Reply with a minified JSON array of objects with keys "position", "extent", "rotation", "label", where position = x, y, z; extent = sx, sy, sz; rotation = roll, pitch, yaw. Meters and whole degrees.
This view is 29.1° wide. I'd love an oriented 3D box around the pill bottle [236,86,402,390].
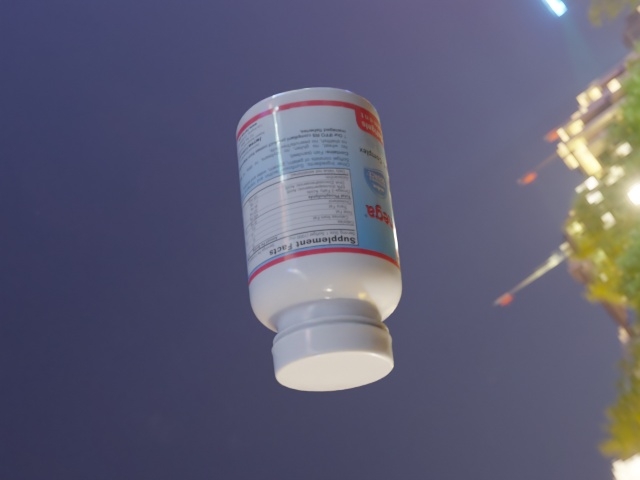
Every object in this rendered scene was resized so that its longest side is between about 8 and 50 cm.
[{"position":[0.000,0.000,0.706],"extent":[0.087,0.087,0.160],"rotation":[25,-129,-50],"label":"pill bottle"}]
